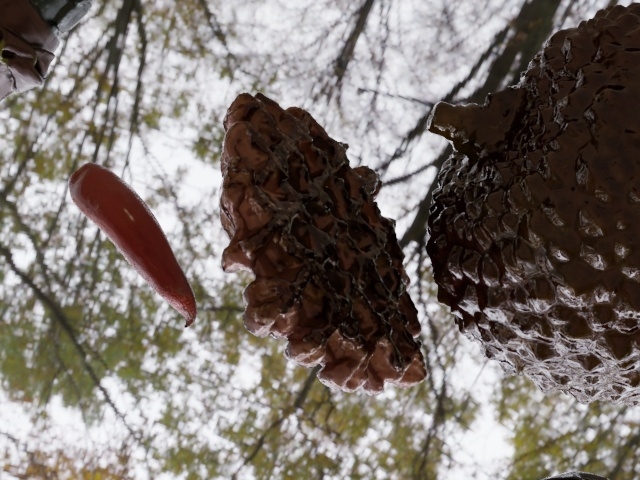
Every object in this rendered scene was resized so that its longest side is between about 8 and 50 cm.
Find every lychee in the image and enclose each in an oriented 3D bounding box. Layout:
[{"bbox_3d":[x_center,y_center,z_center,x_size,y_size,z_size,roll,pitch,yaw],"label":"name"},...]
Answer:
[{"bbox_3d":[0.209,-0.018,0.677,0.304,0.276,0.276,27,-151,-11],"label":"lychee"}]

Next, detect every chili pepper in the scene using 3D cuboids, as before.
[{"bbox_3d":[-0.319,-0.019,1.573,0.092,0.137,0.368,-25,-124,-24],"label":"chili pepper"}]

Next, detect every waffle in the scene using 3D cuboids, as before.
[{"bbox_3d":[0.000,0.000,0.715,0.221,0.055,0.234,25,-134,-50],"label":"waffle"}]

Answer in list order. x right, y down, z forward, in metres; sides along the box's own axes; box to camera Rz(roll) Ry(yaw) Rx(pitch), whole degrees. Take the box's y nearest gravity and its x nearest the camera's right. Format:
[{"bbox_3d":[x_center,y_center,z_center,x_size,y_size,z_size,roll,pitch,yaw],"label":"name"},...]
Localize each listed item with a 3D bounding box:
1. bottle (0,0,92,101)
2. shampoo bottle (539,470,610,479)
[{"bbox_3d":[-0.333,-0.181,0.912,0.156,0.271,0.143,53,180,6],"label":"bottle"},{"bbox_3d":[0.188,0.339,1.104,0.359,0.078,0.134,-10,-172,-35],"label":"shampoo bottle"}]
